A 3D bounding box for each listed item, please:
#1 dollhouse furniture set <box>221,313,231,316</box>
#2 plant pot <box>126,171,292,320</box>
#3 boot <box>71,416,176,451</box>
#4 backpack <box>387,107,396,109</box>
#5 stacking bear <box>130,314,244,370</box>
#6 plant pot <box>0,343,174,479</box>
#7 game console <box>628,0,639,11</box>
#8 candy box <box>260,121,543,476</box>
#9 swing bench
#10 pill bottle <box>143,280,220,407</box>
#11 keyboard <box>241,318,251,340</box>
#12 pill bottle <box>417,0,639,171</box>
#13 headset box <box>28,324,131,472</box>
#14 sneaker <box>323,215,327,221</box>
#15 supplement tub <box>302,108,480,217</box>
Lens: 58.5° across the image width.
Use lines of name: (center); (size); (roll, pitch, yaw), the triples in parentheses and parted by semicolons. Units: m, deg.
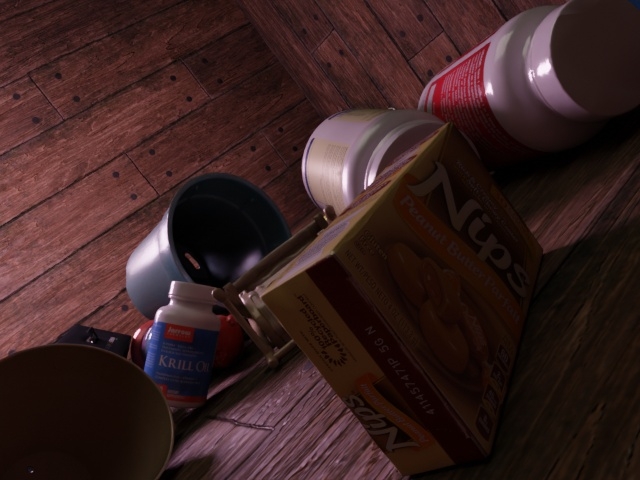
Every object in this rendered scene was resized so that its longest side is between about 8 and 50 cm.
dollhouse furniture set: (-0.233, 0.132, 1.611); (0.197, 0.151, 0.301); (-41, 2, 43)
plant pot: (-0.300, 0.055, 1.418); (0.334, 0.341, 0.341); (-28, 11, 42)
boot: (-0.360, 0.332, 0.975); (0.197, 0.152, 0.073); (-37, 6, 4)
backpack: (0.216, -0.256, 1.753); (0.254, 0.225, 0.191); (-39, -17, 28)
stacking bear: (-0.275, 0.230, 1.246); (0.289, 0.164, 0.175); (-17, 42, 43)
plant pot: (-0.384, 0.321, 0.837); (0.190, 0.284, 0.284); (-59, -5, 29)
game console: (0.636, -0.433, 0.947); (0.293, 0.173, 0.250); (-38, 6, -4)
candy box: (0.102, 0.026, 0.525); (0.088, 0.182, 0.316); (-32, 9, 38)
swing bench: (-0.042, 0.077, 1.067); (0.253, 0.165, 0.255); (-38, 1, -4)
pill bottle: (-0.256, 0.191, 1.071); (0.124, 0.125, 0.221); (163, 117, -72)
keyboard: (-0.155, 0.198, 1.412); (0.108, 0.023, 0.180); (-29, 8, 17)
pill bottle: (0.342, -0.248, 0.970); (0.229, 0.229, 0.408); (-39, 7, -11)
headset box: (-0.490, 0.322, 1.170); (0.246, 0.131, 0.282); (-165, 91, -76)
sneaker: (0.000, 0.000, 1.789); (0.240, 0.091, 0.126); (-40, -11, -19)
supplement tub: (0.120, -0.122, 1.051); (0.235, 0.235, 0.325); (-38, 23, -8)
